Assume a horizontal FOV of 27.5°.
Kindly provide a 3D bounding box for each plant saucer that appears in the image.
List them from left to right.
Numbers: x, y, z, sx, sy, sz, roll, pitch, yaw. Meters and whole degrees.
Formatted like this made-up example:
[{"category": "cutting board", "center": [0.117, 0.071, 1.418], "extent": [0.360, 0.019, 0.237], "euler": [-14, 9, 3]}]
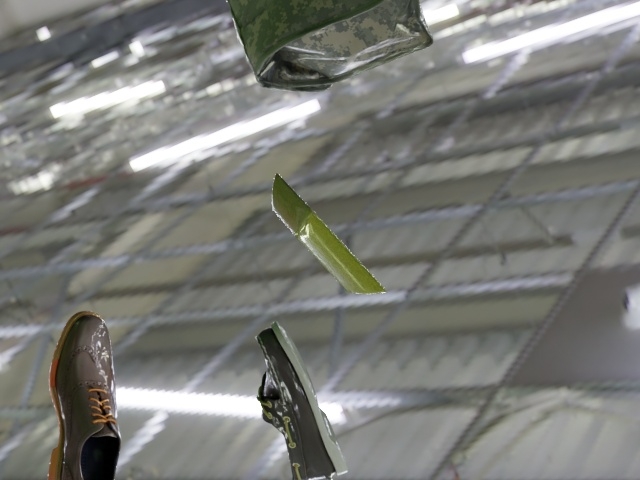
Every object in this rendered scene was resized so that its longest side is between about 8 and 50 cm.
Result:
[{"category": "plant saucer", "center": [0.000, 0.000, 1.973], "extent": [0.045, 0.188, 0.188], "euler": [-43, -153, 0]}]

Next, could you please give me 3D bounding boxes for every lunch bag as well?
[{"category": "lunch bag", "center": [-0.001, -0.370, 2.023], "extent": [0.287, 0.169, 0.235], "euler": [-22, -122, 4]}]

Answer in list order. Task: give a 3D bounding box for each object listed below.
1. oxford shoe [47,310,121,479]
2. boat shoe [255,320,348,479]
[{"category": "oxford shoe", "center": [-0.401, 0.305, 2.339], "extent": [0.130, 0.363, 0.133], "euler": [5, 171, -39]}, {"category": "boat shoe", "center": [-0.033, 0.192, 1.485], "extent": [0.069, 0.228, 0.081], "euler": [-22, -148, -1]}]
